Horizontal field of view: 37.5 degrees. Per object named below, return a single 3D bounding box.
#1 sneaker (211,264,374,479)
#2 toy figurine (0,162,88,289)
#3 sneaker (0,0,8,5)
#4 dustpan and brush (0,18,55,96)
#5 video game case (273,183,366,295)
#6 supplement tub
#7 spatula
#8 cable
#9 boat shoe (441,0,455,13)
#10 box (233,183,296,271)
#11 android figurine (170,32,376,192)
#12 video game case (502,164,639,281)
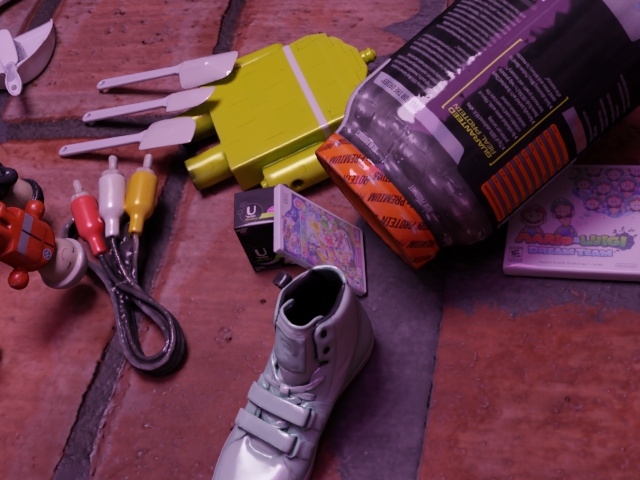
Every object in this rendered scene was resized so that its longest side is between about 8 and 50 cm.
[{"bbox_3d":[-0.042,0.138,0.873,0.094,0.151,0.256,18,62,26],"label":"sneaker"},{"bbox_3d":[-0.391,0.019,1.061,0.209,0.148,0.213,-48,54,1],"label":"toy figurine"},{"bbox_3d":[-0.505,-0.404,1.465,0.086,0.085,0.237,16,59,38],"label":"sneaker"},{"bbox_3d":[-0.440,-0.252,1.346,0.147,0.060,0.211,-26,51,-4],"label":"dustpan and brush"},{"bbox_3d":[0.000,0.000,0.996,0.011,0.122,0.087,-35,42,35],"label":"video game case"},{"bbox_3d":[0.172,-0.139,0.968,0.338,0.207,0.207,-40,52,-1],"label":"supplement tub"},{"bbox_3d":[-0.226,-0.173,1.218,0.242,0.019,0.168,-4,53,35],"label":"spatula"},{"bbox_3d":[-0.234,0.029,1.065,0.139,0.072,0.287,-21,51,7],"label":"cable"},{"bbox_3d":[0.215,-0.384,1.177,0.123,0.123,0.342,14,70,16],"label":"boat shoe"},{"bbox_3d":[-0.055,-0.013,1.036,0.062,0.083,0.052,-9,51,9],"label":"box"},{"bbox_3d":[-0.046,-0.161,1.165,0.272,0.056,0.248,-25,50,-1],"label":"android figurine"},{"bbox_3d":[0.277,-0.022,0.989,0.157,0.019,0.143,2,54,18],"label":"video game case"}]
